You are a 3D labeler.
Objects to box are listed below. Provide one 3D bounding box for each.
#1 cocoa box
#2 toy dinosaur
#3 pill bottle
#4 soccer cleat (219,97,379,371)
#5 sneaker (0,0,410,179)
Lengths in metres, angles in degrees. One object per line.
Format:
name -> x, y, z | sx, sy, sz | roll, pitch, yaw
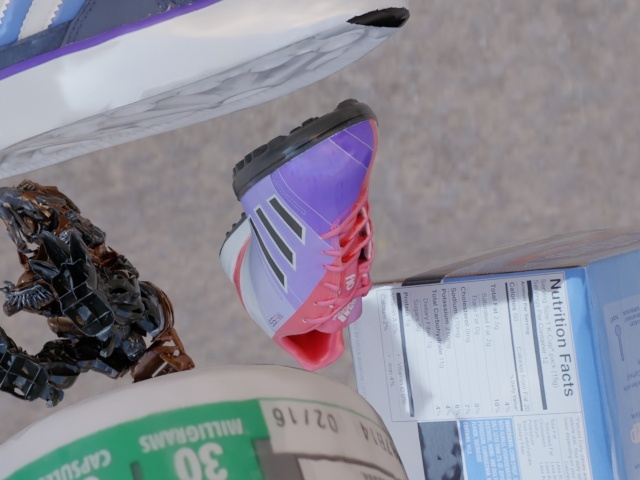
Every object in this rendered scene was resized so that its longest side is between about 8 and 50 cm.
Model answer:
cocoa box -> 0.217, 0.116, 1.674 | 0.228, 0.347, 0.231 | -7, 93, 34
toy dinosaur -> -0.197, 0.066, 1.823 | 0.322, 0.218, 0.164 | 29, 102, 22
pill bottle -> -0.018, 0.247, 0.766 | 0.204, 0.361, 0.204 | -14, 148, -9
soccer cleat -> 0.000, 0.000, 1.382 | 0.109, 0.116, 0.318 | -26, 167, -16
sneaker -> -0.133, -0.162, 0.935 | 0.323, 0.130, 0.236 | -16, 86, 25
